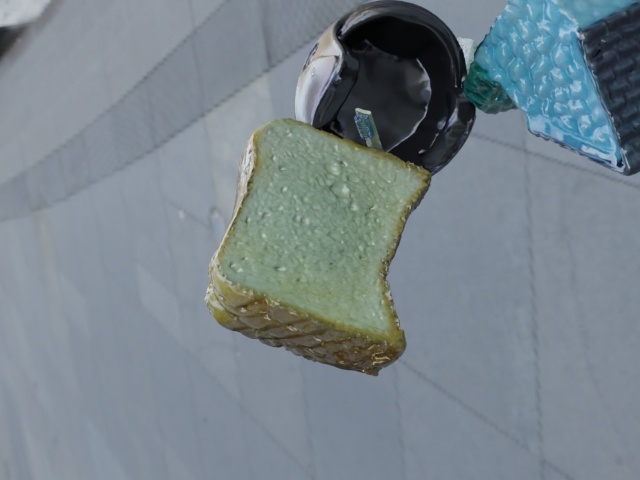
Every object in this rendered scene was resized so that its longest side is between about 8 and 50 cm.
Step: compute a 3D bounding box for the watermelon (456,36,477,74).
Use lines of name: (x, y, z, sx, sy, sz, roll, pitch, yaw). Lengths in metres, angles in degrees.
watermelon: (0.198, -0.233, 1.935, 0.094, 0.081, 0.180, 13, 113, 42)

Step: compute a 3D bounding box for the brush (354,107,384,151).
brush: (0.047, -0.095, 1.141, 0.016, 0.013, 0.083, 15, 157, 23)

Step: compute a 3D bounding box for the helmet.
helmet: (0.068, -0.160, 1.366, 0.193, 0.189, 0.216, -177, 106, -74)

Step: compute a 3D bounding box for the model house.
model house: (0.331, -0.166, 1.252, 0.241, 0.261, 0.226, 54, 152, 21)

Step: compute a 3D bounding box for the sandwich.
sandwich: (0.000, 0.000, 1.098, 0.065, 0.186, 0.214, 121, 168, -52)
